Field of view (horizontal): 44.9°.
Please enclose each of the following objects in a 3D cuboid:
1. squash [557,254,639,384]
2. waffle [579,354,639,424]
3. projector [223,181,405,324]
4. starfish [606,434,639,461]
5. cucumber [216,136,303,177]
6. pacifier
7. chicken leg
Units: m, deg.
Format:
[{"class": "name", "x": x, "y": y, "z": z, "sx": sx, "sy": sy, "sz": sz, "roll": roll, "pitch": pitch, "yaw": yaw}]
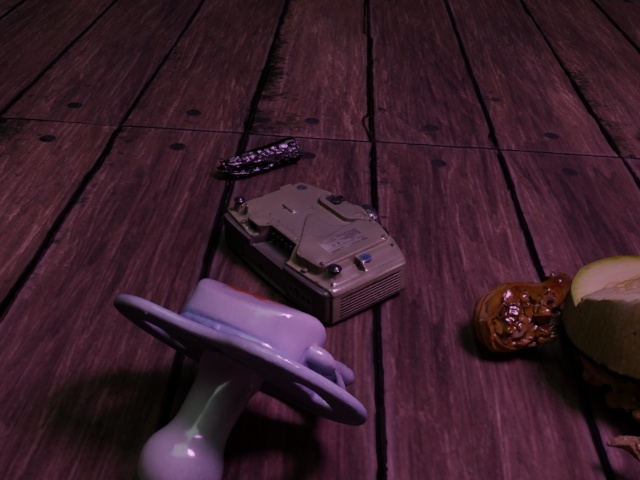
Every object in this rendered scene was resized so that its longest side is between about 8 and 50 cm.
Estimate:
[{"class": "squash", "x": 0.396, "y": 0.069, "z": 0.927, "sx": 0.220, "sy": 0.133, "sz": 0.220, "roll": -5, "pitch": 25, "yaw": 2}, {"class": "waffle", "x": 0.470, "y": 0.154, "z": 0.964, "sx": 0.325, "sy": 0.068, "sz": 0.302, "roll": 19, "pitch": 35, "yaw": 27}, {"class": "projector", "x": 0.000, "y": 0.000, "z": 1.143, "sx": 0.194, "sy": 0.088, "sz": 0.269, "roll": -23, "pitch": 40, "yaw": -31}, {"class": "starfish", "x": 0.374, "y": 0.301, "z": 0.719, "sx": 0.299, "sy": 0.060, "sz": 0.302, "roll": -41, "pitch": 41, "yaw": -22}, {"class": "cucumber", "x": -0.105, "y": -0.149, "z": 1.409, "sx": 0.182, "sy": 0.053, "sz": 0.053, "roll": -20, "pitch": 39, "yaw": -29}, {"class": "pacifier", "x": -0.103, "y": 0.170, "z": 0.806, "sx": 0.300, "sy": 0.244, "sz": 0.233, "roll": 18, "pitch": 65, "yaw": 29}, {"class": "chicken leg", "x": 0.289, "y": 0.087, "z": 1.038, "sx": 0.208, "sy": 0.085, "sz": 0.101, "roll": -18, "pitch": 3, "yaw": -41}]
